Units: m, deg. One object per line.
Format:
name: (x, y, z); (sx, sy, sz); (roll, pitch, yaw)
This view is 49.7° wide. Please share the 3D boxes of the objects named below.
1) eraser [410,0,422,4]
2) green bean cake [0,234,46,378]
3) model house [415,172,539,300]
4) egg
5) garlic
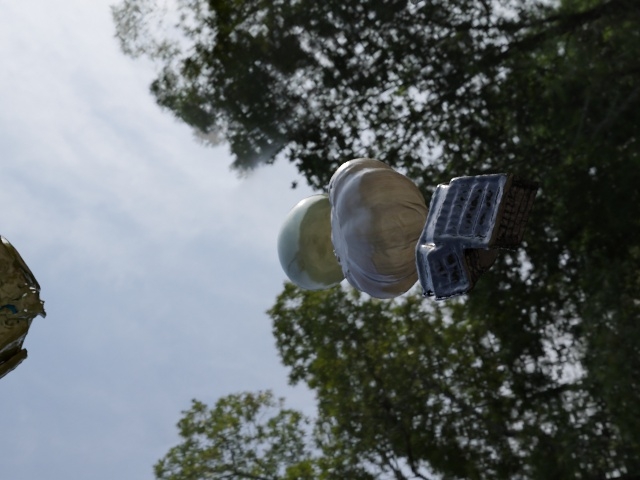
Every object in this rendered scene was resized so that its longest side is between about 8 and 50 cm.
eraser: (0.184, -0.508, 1.351); (0.019, 0.038, 0.083); (-14, -93, -62)
green bean cake: (-0.553, 0.048, 1.059); (0.310, 0.285, 0.202); (47, -134, 8)
model house: (0.174, -0.005, 0.755); (0.106, 0.152, 0.166); (15, -91, -4)
egg: (0.000, 0.000, 1.513); (0.186, 0.186, 0.253); (46, -142, -19)
garlic: (0.098, -0.020, 1.101); (0.152, 0.228, 0.228); (-18, -99, -15)
